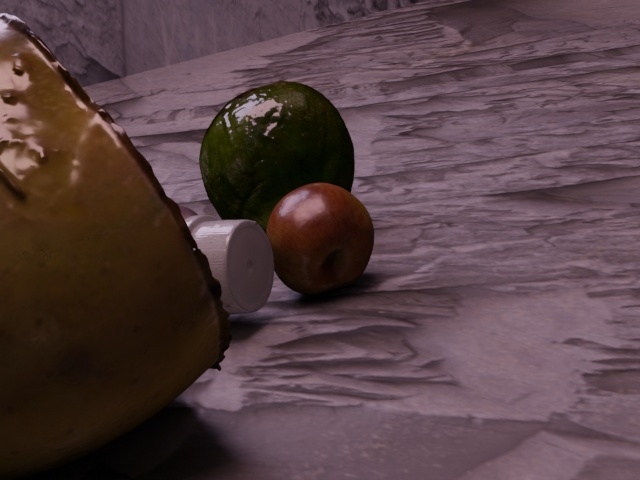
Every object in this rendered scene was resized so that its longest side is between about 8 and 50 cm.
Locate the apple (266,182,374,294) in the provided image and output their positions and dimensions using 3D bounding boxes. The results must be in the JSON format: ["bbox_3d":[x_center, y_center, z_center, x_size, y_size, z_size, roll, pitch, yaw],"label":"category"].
[{"bbox_3d":[0.002,-0.002,1.660,0.126,0.126,0.102,-17,32,-19],"label":"apple"}]

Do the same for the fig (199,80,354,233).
[{"bbox_3d":[-0.047,-0.065,1.834,0.203,0.203,0.235,-12,37,-1],"label":"fig"}]

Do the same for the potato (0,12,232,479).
[{"bbox_3d":[-0.317,0.035,1.306,0.319,0.385,0.442,-35,15,-23],"label":"potato"}]

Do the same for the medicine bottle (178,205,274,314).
[{"bbox_3d":[-0.180,0.033,1.631,0.247,0.147,0.147,-4,18,28],"label":"medicine bottle"}]
